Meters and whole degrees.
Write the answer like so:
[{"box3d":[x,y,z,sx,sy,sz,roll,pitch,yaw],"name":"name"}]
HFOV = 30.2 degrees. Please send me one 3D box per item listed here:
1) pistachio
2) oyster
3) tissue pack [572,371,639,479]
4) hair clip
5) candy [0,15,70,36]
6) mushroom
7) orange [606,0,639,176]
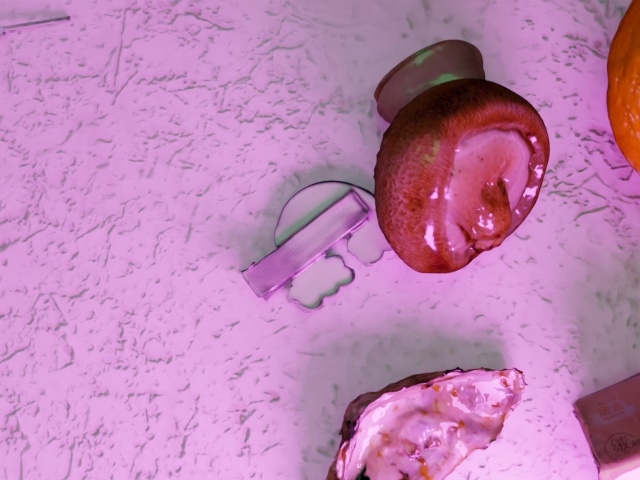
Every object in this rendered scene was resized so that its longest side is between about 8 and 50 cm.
[{"box3d":[0.141,-0.197,1.525,0.149,0.113,0.113,-21,81,-4],"name":"pistachio"},{"box3d":[0.123,0.244,1.471,0.294,0.094,0.166,-20,99,-13],"name":"oyster"},{"box3d":[0.461,0.211,1.396,0.306,0.238,0.238,-23,81,7],"name":"tissue pack"},{"box3d":[0.000,0.000,1.523,0.220,0.054,0.140,-37,78,-8],"name":"hair clip"},{"box3d":[-0.427,-0.282,1.584,0.185,0.049,0.055,-10,110,-7],"name":"candy"},{"box3d":[0.166,-0.078,1.444,0.153,0.253,0.253,25,79,43],"name":"mushroom"},{"box3d":[0.500,-0.194,1.416,0.293,0.340,0.340,26,80,36],"name":"orange"}]
